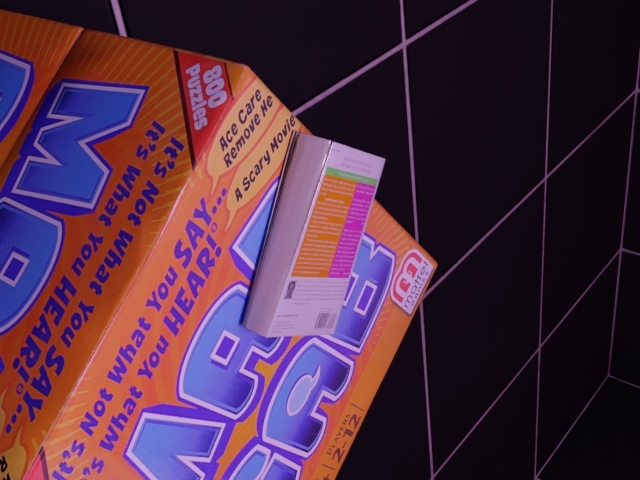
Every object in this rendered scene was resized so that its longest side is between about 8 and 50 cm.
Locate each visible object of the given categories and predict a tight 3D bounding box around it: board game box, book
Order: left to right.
[{"bbox_3d":[-0.178,0.060,0.756,0.356,0.356,0.356,40,74,-54],"label":"board game box"},{"bbox_3d":[0.000,0.000,0.628,0.096,0.035,0.144,9,99,-57],"label":"book"}]
